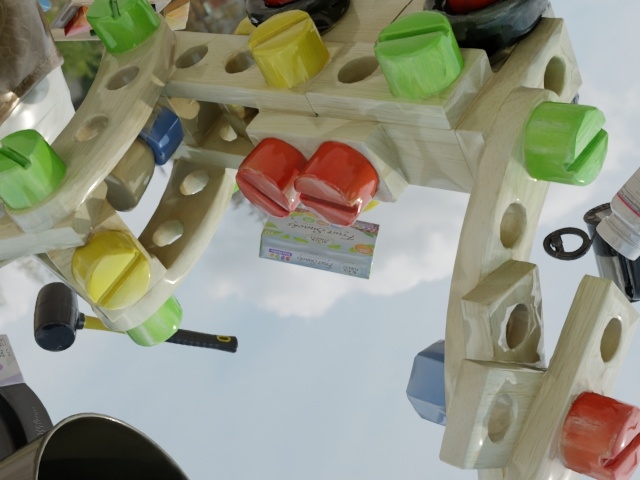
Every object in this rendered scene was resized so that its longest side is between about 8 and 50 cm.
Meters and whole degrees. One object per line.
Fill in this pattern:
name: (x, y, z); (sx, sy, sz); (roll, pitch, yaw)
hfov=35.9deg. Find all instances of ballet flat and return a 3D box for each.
ballet flat: (-0.207, -0.045, 0.576); (0.342, 0.124, 0.116); (-33, -160, 51)

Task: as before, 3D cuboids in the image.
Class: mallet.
mallet: (-0.169, 0.076, 0.908); (0.189, 0.039, 0.062); (8, -147, -27)

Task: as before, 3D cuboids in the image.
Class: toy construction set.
toy construction set: (-0.010, -0.017, 0.412); (0.327, 0.151, 0.215); (23, -120, 28)

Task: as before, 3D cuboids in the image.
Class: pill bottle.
pill bottle: (0.435, -0.055, 1.276); (0.160, 0.087, 0.087); (-53, -169, 20)

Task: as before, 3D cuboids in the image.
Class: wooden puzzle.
wooden puzzle: (-0.138, -0.147, 0.649); (0.116, 0.014, 0.078); (-9, 172, -22)

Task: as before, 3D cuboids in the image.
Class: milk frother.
milk frother: (0.413, 0.031, 1.459); (0.143, 0.135, 0.129); (-12, -161, 20)

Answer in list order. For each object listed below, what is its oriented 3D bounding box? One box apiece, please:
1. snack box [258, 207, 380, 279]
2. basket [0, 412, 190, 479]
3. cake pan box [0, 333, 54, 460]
snack box: (0.000, 0.000, 1.251); (0.141, 0.037, 0.100); (11, -153, 3)
basket: (-0.205, 0.229, 0.634); (0.226, 0.204, 0.154); (-25, -131, 16)
cake pan box: (-0.414, 0.231, 1.055); (0.266, 0.246, 0.070); (-3, 149, -48)
